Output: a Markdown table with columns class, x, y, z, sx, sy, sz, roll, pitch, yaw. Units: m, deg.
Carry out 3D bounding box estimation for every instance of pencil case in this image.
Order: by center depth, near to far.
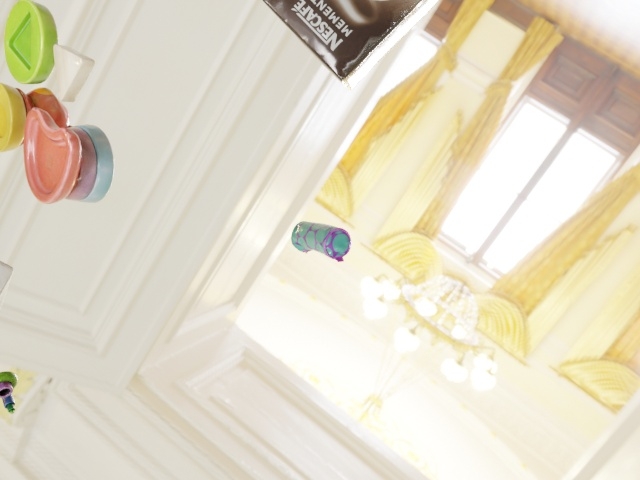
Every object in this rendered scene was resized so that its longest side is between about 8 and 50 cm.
| class | x | y | z | sx | sy | sz | roll | pitch | yaw |
| --- | --- | --- | --- | --- | --- | --- | --- | --- | --- |
| pencil case | 0.000 | 0.000 | 1.295 | 0.065 | 0.070 | 0.152 | -6 | -171 | -29 |

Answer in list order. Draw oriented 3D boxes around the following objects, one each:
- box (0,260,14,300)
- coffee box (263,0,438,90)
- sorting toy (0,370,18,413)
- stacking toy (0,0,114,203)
| class | x | y | z | sx | sy | sz | roll | pitch | yaw |
| --- | --- | --- | --- | --- | --- | --- | --- | --- | --- |
| box | -0.403 | 0.094 | 0.607 | 0.119 | 0.181 | 0.181 | 30 | 152 | -18 |
| coffee box | 0.085 | -0.383 | 0.897 | 0.168 | 0.297 | 0.119 | 45 | -170 | 1 |
| sorting toy | -0.537 | 0.268 | 1.046 | 0.042 | 0.102 | 0.061 | 46 | -171 | 37 |
| stacking toy | -0.425 | -0.225 | 1.051 | 0.309 | 0.279 | 0.130 | 42 | -151 | 29 |
